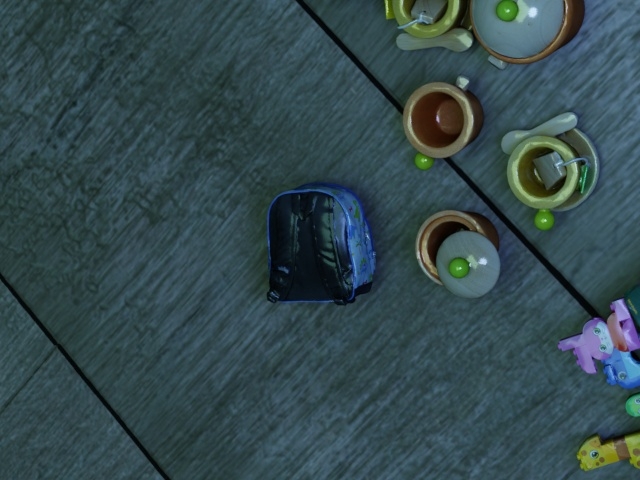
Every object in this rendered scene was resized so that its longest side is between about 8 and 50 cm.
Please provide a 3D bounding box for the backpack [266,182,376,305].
[{"bbox_3d":[0.000,0.000,1.537,0.105,0.084,0.114,0,103,26],"label":"backpack"}]

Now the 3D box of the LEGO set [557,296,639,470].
[{"bbox_3d":[0.275,0.172,1.422,0.093,0.087,0.227,-20,89,12],"label":"LEGO set"}]

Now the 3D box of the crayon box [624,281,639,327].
[{"bbox_3d":[0.395,0.118,1.293,0.278,0.081,0.165,60,146,14],"label":"crayon box"}]

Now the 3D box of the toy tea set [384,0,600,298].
[{"bbox_3d":[0.150,-0.113,1.423,0.200,0.124,0.336,-4,96,27],"label":"toy tea set"}]
